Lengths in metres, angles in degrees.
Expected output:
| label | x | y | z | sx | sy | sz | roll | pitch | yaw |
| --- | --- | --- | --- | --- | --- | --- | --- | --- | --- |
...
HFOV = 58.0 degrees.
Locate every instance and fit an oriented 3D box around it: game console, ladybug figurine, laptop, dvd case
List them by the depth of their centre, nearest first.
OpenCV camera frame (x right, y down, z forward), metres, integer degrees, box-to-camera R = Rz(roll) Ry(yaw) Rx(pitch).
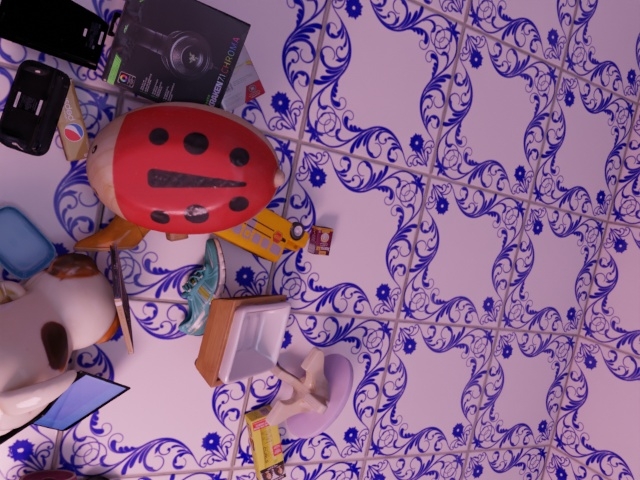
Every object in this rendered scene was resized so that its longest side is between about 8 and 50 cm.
| label | x | y | z | sx | sy | sz | roll | pitch | yaw |
| --- | --- | --- | --- | --- | --- | --- | --- | --- | --- |
| game console | -0.606 | -0.365 | 1.240 | 0.213 | 0.044 | 0.361 | 17 | 77 | -21 |
| ladybug figurine | -0.305 | -0.151 | 1.285 | 0.450 | 0.162 | 0.305 | 0 | 106 | -2 |
| laptop | -0.607 | 0.416 | 1.315 | 0.234 | 0.264 | 0.136 | -34 | 103 | 12 |
| dvd case | -0.468 | 0.141 | 1.364 | 0.018 | 0.164 | 0.221 | -9 | 139 | -15 |

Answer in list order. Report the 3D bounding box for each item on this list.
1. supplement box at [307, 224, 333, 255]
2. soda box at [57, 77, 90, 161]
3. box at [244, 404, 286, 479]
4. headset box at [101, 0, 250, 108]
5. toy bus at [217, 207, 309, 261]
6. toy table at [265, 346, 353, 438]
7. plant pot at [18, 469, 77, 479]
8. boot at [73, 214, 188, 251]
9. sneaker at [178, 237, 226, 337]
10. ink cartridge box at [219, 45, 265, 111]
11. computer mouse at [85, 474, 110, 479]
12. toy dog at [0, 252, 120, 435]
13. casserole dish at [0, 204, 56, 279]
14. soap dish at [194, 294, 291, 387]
| label | x | y | z | sx | sy | sz | roll | pitch | yaw |
| --- | --- | --- | --- | --- | --- | --- | --- | --- | --- |
| supplement box | 0.000 | 0.000 | 1.727 | 0.055 | 0.043 | 0.083 | 5 | 98 | -32 |
| soda box | -0.578 | -0.277 | 1.325 | 0.058 | 0.061 | 0.181 | -18 | 109 | -25 |
| box | -0.165 | 0.623 | 1.753 | 0.087 | 0.058 | 0.232 | -14 | 107 | -26 |
| headset box | -0.338 | -0.441 | 1.328 | 0.283 | 0.131 | 0.246 | 21 | 105 | -17 |
| toy bus | -0.184 | -0.040 | 1.541 | 0.333 | 0.108 | 0.130 | 30 | 79 | -42 |
| toy table | -0.038 | 0.441 | 1.702 | 0.161 | 0.252 | 0.274 | 40 | 70 | -47 |
| plant pot | -0.670 | 0.667 | 1.406 | 0.201 | 0.201 | 0.180 | 6 | 81 | -31 |
| boot | -0.466 | -0.089 | 1.417 | 0.295 | 0.104 | 0.211 | -12 | 101 | -33 |
| sneaker | -0.315 | 0.127 | 1.544 | 0.110 | 0.107 | 0.275 | 9 | 94 | -18 |
| ink cartridge box | -0.241 | -0.433 | 1.480 | 0.127 | 0.072 | 0.175 | -32 | 114 | -19 |
| computer mouse | -0.560 | 0.710 | 1.562 | 0.071 | 0.041 | 0.242 | -31 | 121 | -12 |
| toy dog | -0.619 | 0.192 | 1.229 | 0.284 | 0.396 | 0.408 | 65 | 31 | -20 |
| casserole dish | -0.701 | 0.003 | 1.328 | 0.114 | 0.037 | 0.188 | -42 | 118 | -16 |
| soap dish | -0.205 | 0.254 | 1.555 | 0.291 | 0.118 | 0.228 | 6 | 100 | -67 |
